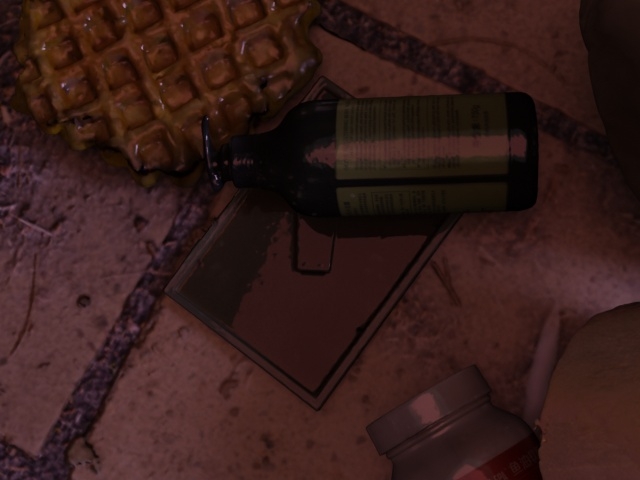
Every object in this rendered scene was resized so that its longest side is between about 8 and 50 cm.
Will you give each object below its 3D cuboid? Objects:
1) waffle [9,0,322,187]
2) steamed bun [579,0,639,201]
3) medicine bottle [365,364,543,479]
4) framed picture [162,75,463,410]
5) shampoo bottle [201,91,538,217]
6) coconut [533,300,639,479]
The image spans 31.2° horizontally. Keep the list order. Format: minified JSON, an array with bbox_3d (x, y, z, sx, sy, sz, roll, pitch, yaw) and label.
[{"bbox_3d":[-0.144,-0.198,1.058,0.281,0.058,0.301,41,88,10],"label":"waffle"},{"bbox_3d":[0.382,-0.111,0.873,0.342,0.255,0.368,-14,61,2],"label":"steamed bun"},{"bbox_3d":[0.143,0.233,0.917,0.131,0.131,0.250,-30,78,3],"label":"medicine bottle"},{"bbox_3d":[0.000,0.000,1.029,0.184,0.016,0.250,35,87,11],"label":"framed picture"},{"bbox_3d":[0.040,-0.071,0.974,0.283,0.101,0.101,-2,81,8],"label":"shampoo bottle"},{"bbox_3d":[0.284,0.150,0.845,0.239,0.244,0.239,9,71,-28],"label":"coconut"}]
